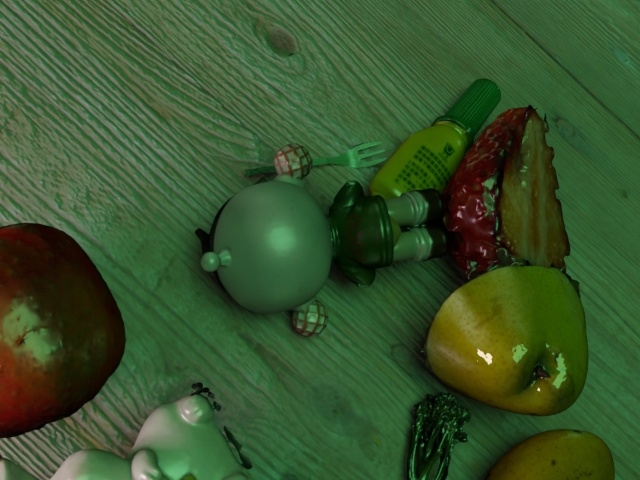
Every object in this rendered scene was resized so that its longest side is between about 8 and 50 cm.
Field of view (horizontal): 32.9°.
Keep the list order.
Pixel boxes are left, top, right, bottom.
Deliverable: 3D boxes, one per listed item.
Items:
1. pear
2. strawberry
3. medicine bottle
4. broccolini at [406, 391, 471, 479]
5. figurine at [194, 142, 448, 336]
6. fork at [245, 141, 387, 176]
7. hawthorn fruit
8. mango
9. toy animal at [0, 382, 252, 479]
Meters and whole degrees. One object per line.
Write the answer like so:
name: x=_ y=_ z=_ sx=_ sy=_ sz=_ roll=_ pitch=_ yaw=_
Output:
pear: x=0.297 y=0.174 z=1.559 sx=0.267 sy=0.267 sz=0.178 roll=-3 pitch=35 yaw=-21
strawberry: x=0.262 y=-0.061 z=1.666 sx=0.253 sy=0.150 sz=0.280 roll=-4 pitch=85 yaw=-54
medicine bottle: x=0.192 y=-0.146 z=1.720 sx=0.111 sy=0.076 sz=0.309 roll=49 pitch=63 yaw=-18
broccolini: x=0.156 y=0.319 z=1.591 sx=0.091 sy=0.068 sz=0.203 roll=23 pitch=83 yaw=1
figurine: x=0.000 y=0.000 z=1.546 sx=0.370 sy=0.167 sz=0.281 roll=-8 pitch=97 yaw=-17
fork: x=-0.008 y=-0.121 z=1.670 sx=0.235 sy=0.021 sz=0.039 roll=-10 pitch=74 yaw=-21
hawthorn fruit: x=-0.389 y=0.082 z=1.332 sx=0.254 sy=0.254 sz=0.300 roll=-32 pitch=102 yaw=-26
mango: x=0.323 y=0.389 z=1.568 sx=0.191 sy=0.160 sz=0.290 roll=37 pitch=61 yaw=3
toy animal: x=-0.244 y=0.318 z=1.329 sx=0.310 sy=0.247 sz=0.183 roll=-26 pitch=106 yaw=-28
